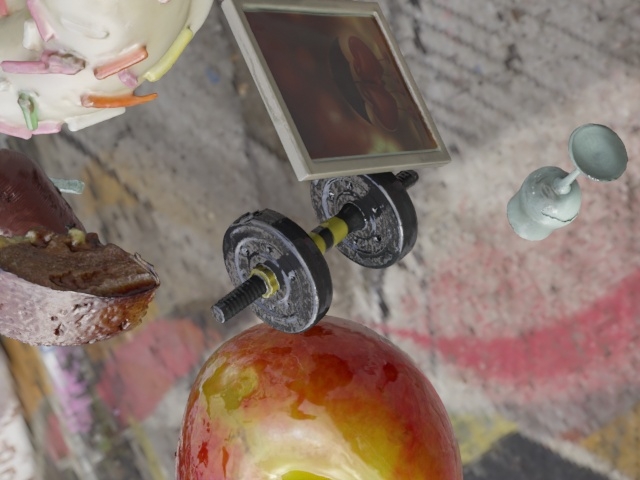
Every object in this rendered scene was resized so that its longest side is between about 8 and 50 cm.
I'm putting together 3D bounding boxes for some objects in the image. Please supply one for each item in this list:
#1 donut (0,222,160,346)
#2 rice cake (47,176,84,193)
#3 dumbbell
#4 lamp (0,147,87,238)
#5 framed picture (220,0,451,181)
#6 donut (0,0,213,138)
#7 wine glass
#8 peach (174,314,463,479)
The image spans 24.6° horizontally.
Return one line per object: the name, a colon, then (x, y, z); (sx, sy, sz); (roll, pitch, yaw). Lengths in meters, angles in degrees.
donut: (-0.301, 0.059, 1.661); (0.144, 0.186, 0.126); (42, 131, 30)
rice cake: (-0.383, -0.081, 2.031); (0.121, 0.021, 0.022); (8, 169, 17)
dumbbell: (0.000, 0.000, 1.627); (0.143, 0.325, 0.143); (29, 137, 31)
lamp: (-0.411, -0.013, 1.909); (0.258, 0.180, 0.180); (57, 162, -25)
framed picture: (0.022, -0.168, 1.590); (0.020, 0.289, 0.211); (-31, 78, 33)
donut: (-0.264, -0.222, 1.061); (0.383, 0.142, 0.382); (13, 144, 10)
wine glass: (0.294, -0.066, 1.786); (0.079, 0.079, 0.195); (59, 154, 10)
peach: (-0.006, 0.271, 1.832); (0.388, 0.388, 0.388); (48, 154, 33)
